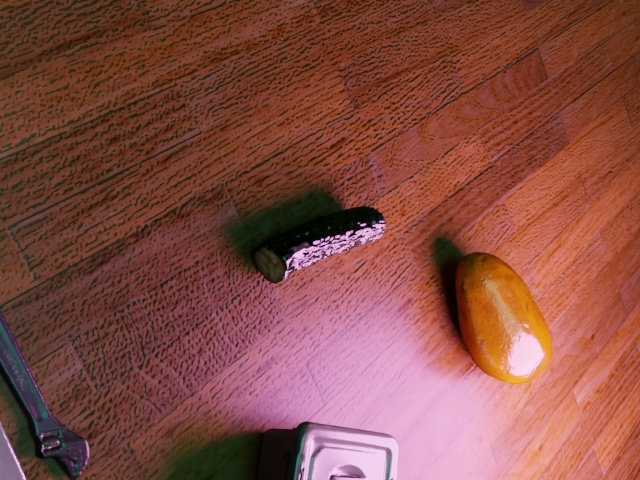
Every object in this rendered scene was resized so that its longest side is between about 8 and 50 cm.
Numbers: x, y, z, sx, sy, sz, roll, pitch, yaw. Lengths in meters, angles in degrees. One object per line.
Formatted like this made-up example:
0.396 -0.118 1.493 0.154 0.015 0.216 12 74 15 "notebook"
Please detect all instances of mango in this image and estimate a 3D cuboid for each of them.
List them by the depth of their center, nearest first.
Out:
0.268 0.118 1.153 0.147 0.109 0.227 -48 115 -32 "mango"

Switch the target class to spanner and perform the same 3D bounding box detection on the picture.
-0.277 0.139 0.731 0.046 0.012 0.209 -34 107 -39 "spanner"

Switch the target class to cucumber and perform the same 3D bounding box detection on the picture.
-0.001 0.000 0.967 0.187 0.058 0.058 -21 99 -39 "cucumber"

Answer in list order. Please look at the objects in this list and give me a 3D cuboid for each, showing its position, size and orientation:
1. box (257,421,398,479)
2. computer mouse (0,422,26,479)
0.002 0.280 0.910 0.172 0.092 0.124 21 71 -39 "box"
-0.304 0.178 0.628 0.079 0.128 0.231 -28 102 -46 "computer mouse"
